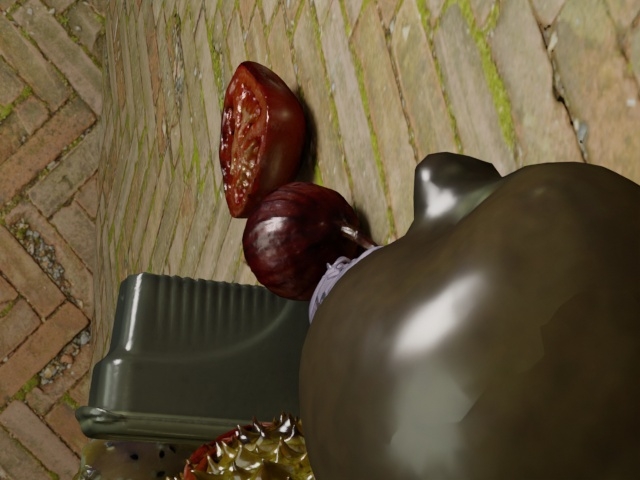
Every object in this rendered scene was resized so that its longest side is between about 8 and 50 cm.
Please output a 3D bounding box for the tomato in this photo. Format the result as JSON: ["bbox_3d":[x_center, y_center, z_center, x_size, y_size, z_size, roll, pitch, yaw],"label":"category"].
[{"bbox_3d":[-0.065,-0.116,1.537,0.166,0.082,0.174,-121,41,-52],"label":"tomato"}]

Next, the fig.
[{"bbox_3d":[-0.015,0.005,1.311,0.150,0.128,0.128,-129,44,-67],"label":"fig"}]

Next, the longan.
[{"bbox_3d":[0.115,0.089,0.718,0.300,0.243,0.300,-5,84,53],"label":"longan"}]

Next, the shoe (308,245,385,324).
[{"bbox_3d":[0.038,0.062,1.196,0.245,0.095,0.137,105,156,-52],"label":"shoe"}]

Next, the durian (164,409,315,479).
[{"bbox_3d":[-0.022,0.305,1.006,0.384,0.348,0.347,107,156,-44],"label":"durian"}]

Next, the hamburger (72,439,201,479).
[{"bbox_3d":[-0.178,0.391,1.546,0.195,0.277,0.317,139,129,-71],"label":"hamburger"}]

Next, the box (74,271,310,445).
[{"bbox_3d":[-0.126,0.138,1.426,0.138,0.274,0.178,148,127,-67],"label":"box"}]
